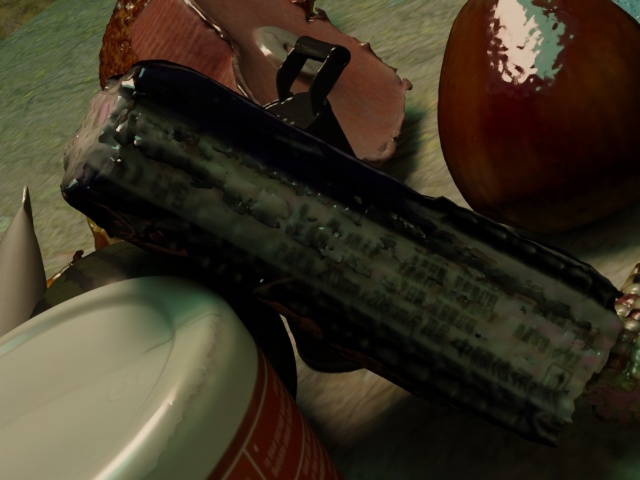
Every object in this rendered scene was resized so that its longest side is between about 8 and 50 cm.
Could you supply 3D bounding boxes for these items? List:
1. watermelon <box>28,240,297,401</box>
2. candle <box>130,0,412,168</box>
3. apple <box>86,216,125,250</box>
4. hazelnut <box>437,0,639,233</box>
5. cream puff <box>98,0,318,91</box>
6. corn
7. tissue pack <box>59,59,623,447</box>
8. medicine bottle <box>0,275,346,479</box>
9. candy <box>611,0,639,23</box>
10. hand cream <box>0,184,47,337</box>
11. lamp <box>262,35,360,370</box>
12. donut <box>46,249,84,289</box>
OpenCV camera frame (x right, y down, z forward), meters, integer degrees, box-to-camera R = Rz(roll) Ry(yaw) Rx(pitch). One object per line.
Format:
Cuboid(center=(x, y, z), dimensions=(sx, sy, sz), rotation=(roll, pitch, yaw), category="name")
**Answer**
Cuboid(center=(-0.123, 0.099, 0.908), dimensions=(0.212, 0.212, 0.212), rotation=(-25, 25, 13), category="watermelon")
Cuboid(center=(-0.041, -0.152, 1.261), dimensions=(0.287, 0.317, 0.131), rotation=(-6, -37, -47), category="candle")
Cuboid(center=(-0.152, -0.027, 1.262), dimensions=(0.158, 0.147, 0.156), rotation=(-25, 56, 33), category="apple")
Cuboid(center=(0.182, -0.114, 0.970), dimensions=(0.208, 0.208, 0.208), rotation=(-25, 25, 13), category="hazelnut")
Cuboid(center=(-0.160, -0.291, 1.671), dimensions=(0.350, 0.228, 0.350), rotation=(-24, 28, 13), category="cream puff")
Cuboid(center=(0.261, 0.010, 0.792), dimensions=(0.092, 0.092, 0.280), rotation=(1, 42, 49), category="corn")
Cuboid(center=(0.000, 0.000, 0.774), dimensions=(0.123, 0.332, 0.245), rotation=(-62, 14, -2), category="tissue pack")
Cuboid(center=(-0.104, 0.182, 0.689), dimensions=(0.253, 0.240, 0.252), rotation=(-26, 24, 12), category="medicine bottle")
Cuboid(center=(0.291, -0.241, 1.203), dimensions=(0.145, 0.070, 0.275), rotation=(-15, 49, 34), category="candy")
Cuboid(center=(-0.256, 0.121, 0.983), dimensions=(0.089, 0.314, 0.139), rotation=(4, -20, -9), category="hand cream")
Cuboid(center=(-0.011, -0.022, 0.985), dimensions=(0.172, 0.227, 0.147), rotation=(-35, 25, -10), category="lamp")
Cuboid(center=(-0.258, 0.115, 1.156), dimensions=(0.152, 0.101, 0.259), rotation=(-33, 26, -2), category="donut")
